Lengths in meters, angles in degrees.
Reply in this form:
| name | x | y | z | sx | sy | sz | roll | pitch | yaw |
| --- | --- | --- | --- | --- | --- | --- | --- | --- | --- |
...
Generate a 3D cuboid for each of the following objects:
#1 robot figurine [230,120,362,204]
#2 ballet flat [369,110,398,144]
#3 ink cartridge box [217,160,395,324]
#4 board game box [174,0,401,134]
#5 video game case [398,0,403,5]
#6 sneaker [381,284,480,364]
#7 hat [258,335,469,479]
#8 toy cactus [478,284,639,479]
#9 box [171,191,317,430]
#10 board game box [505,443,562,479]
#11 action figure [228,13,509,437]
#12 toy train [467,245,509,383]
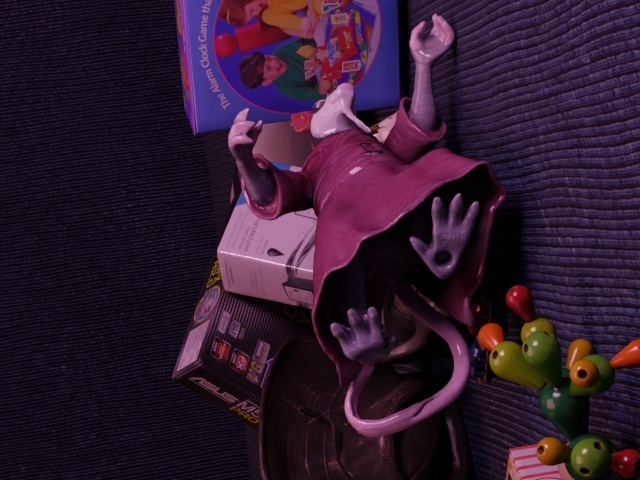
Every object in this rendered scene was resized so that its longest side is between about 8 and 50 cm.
| name | x | y | z | sx | sy | sz | roll | pitch | yaw |
| --- | --- | --- | --- | --- | --- | --- | --- | --- | --- |
| robot figurine | -0.023 | -0.076 | 2.073 | 0.278 | 0.209 | 0.173 | 109 | -178 | -70 |
| ballet flat | 0.082 | -0.112 | 1.778 | 0.168 | 0.052 | 0.057 | 152 | 110 | -79 |
| ink cartridge box | 0.000 | 0.000 | 1.800 | 0.082 | 0.191 | 0.139 | 80 | -155 | -53 |
| board game box | -0.040 | -0.298 | 1.723 | 0.078 | 0.233 | 0.347 | -117 | 21 | -60 |
| video game case | 0.081 | -0.302 | 1.752 | 0.122 | 0.011 | 0.087 | 141 | 119 | -78 |
| sneaker | 0.107 | 0.052 | 1.688 | 0.227 | 0.087 | 0.130 | 114 | 148 | -66 |
| hat | 0.077 | 0.218 | 1.757 | 0.134 | 0.331 | 0.331 | -35 | 54 | 32 |
| toy cactus | 0.202 | 0.136 | 1.252 | 0.180 | 0.112 | 0.219 | 66 | 175 | -25 |
| box | -0.036 | 0.094 | 1.895 | 0.060 | 0.216 | 0.270 | -31 | 32 | 46 |
| board game box | 0.201 | 0.300 | 1.465 | 0.146 | 0.045 | 0.193 | -108 | 14 | -45 |
| action figure | 0.062 | -0.038 | 1.572 | 0.370 | 0.248 | 0.275 | -119 | 9 | -62 |
| toy train | 0.157 | 0.074 | 1.555 | 0.027 | 0.036 | 0.158 | -112 | 17 | -54 |
